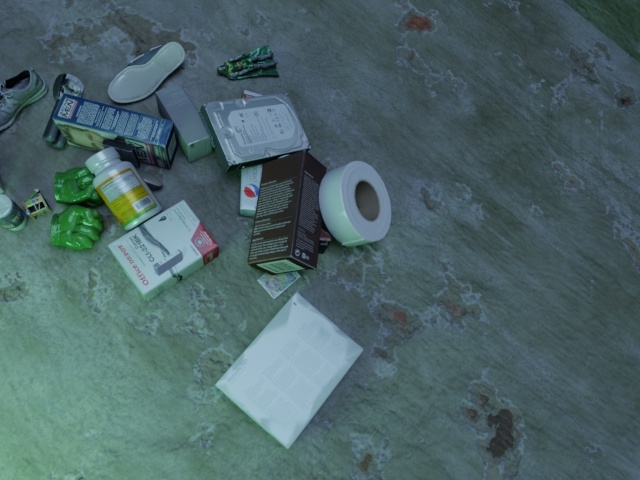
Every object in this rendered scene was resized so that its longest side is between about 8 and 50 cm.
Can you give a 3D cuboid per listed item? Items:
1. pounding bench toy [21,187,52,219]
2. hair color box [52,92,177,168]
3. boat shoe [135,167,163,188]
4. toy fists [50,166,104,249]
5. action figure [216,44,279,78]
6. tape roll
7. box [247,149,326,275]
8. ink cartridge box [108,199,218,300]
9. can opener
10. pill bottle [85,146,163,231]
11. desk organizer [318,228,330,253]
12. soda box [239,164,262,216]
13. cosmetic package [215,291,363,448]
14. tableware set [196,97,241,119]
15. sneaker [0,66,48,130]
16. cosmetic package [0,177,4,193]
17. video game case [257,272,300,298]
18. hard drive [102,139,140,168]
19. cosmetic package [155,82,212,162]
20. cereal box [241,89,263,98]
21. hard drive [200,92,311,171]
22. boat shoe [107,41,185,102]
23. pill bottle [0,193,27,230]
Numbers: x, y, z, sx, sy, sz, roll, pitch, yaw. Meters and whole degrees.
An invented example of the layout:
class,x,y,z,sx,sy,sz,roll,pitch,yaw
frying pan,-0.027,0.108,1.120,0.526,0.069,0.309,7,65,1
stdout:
class,x,y,z,sx,sy,sz,roll,pitch,yaw
pounding bench toy,-0.906,-0.117,1.492,0.065,0.052,0.083,-30,79,-19
hair color box,-0.665,-0.355,1.562,0.348,0.174,0.105,14,70,-7
boat shoe,-0.638,-0.209,1.591,0.206,0.075,0.064,20,111,-10
toy fists,-0.765,-0.106,1.497,0.143,0.096,0.278,-2,70,-14
action figure,-0.287,-0.677,1.821,0.232,0.063,0.137,-19,79,-14
tape roll,0.124,-0.123,1.616,0.286,0.100,0.285,18,66,-46
box,-0.107,-0.088,1.560,0.143,0.191,0.381,30,59,-48
ink cartridge box,-0.492,0.032,1.497,0.273,0.114,0.197,-36,82,-20
can opener,-0.881,-0.443,1.613,0.093,0.074,0.280,-6,67,22
pill bottle,-0.623,-0.163,1.490,0.136,0.136,0.245,-36,100,-21
desk organizer,0.000,0.000,1.607,0.047,0.130,0.050,5,68,-10
soda box,-0.244,-0.193,1.654,0.074,0.069,0.216,3,70,-11
cosmetic package,-0.093,0.393,1.468,0.284,0.097,0.377,42,68,2
tableware set,-0.351,-0.455,1.721,0.194,0.039,0.128,-25,78,-29
sneaker,-1.042,-0.471,1.552,0.105,0.115,0.281,33,68,1
cosmetic package,-1.090,-0.255,1.284,0.230,0.453,0.161,-21,77,-17
video game case,-0.140,0.128,1.595,0.122,0.011,0.087,-40,83,-22
hard drive,-0.656,-0.283,1.560,0.094,0.135,0.022,13,73,-7
cosmetic package,-0.474,-0.409,1.649,0.107,0.127,0.237,-32,82,-22
cereal box,-0.213,-0.421,1.734,0.173,0.047,0.240,10,69,-23
hard drive,-0.221,-0.386,1.647,0.339,0.064,0.236,-19,82,-33
boat shoe,-0.639,-0.612,1.718,0.319,0.116,0.099,-44,42,-15
pill bottle,-0.947,-0.081,1.425,0.078,0.137,0.078,3,71,-10
